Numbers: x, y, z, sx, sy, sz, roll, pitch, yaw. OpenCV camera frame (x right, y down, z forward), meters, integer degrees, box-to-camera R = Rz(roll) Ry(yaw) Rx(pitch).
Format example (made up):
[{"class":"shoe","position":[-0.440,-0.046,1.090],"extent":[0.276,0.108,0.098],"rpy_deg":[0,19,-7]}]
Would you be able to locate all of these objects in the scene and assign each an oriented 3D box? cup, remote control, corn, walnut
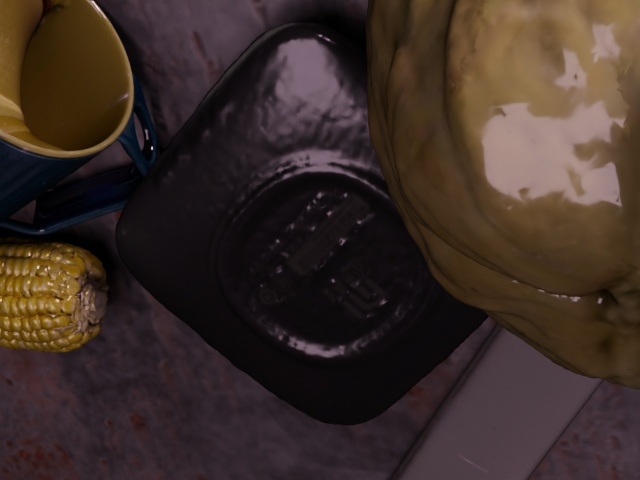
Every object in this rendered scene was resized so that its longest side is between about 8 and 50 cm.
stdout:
[{"class":"cup","position":[-0.184,-0.058,0.985],"extent":[0.176,0.131,0.155],"rpy_deg":[30,135,-29]},{"class":"remote control","position":[0.108,0.095,1.011],"extent":[0.067,0.029,0.261],"rpy_deg":[31,128,2]},{"class":"corn","position":[-0.223,0.027,1.074],"extent":[0.203,0.072,0.072],"rpy_deg":[6,121,20]},{"class":"walnut","position":[0.158,-0.075,0.735],"extent":[0.282,0.277,0.253],"rpy_deg":[-10,136,30]}]

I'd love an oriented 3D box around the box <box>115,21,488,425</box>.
[{"class":"box","position":[0.000,0.000,0.968],"extent":[0.201,0.042,0.212],"rpy_deg":[36,123,-14]}]
